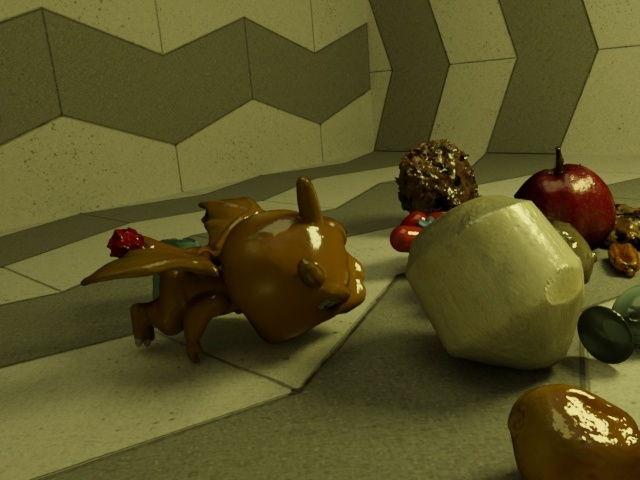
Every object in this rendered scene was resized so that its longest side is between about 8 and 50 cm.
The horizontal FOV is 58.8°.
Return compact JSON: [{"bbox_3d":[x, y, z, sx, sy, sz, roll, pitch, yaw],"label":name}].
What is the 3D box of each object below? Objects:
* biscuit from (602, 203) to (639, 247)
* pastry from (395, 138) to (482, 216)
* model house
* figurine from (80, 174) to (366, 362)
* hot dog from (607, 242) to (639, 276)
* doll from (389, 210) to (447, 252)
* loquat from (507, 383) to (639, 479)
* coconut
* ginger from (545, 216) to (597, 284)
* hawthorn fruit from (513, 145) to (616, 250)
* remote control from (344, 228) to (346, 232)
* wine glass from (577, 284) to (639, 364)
[{"bbox_3d":[0.792,-0.044,1.413,0.289,0.081,0.334,-8,14,-18],"label":"biscuit"},{"bbox_3d":[0.325,-0.154,1.621,0.274,0.275,0.193,-18,-1,-41],"label":"pastry"},{"bbox_3d":[-0.270,0.068,1.221,0.148,0.148,0.119,-1,4,-44],"label":"model house"},{"bbox_3d":[-0.147,0.057,0.950,0.387,0.268,0.401,-11,5,21],"label":"figurine"},{"bbox_3d":[0.649,0.041,1.211,0.062,0.038,0.144,4,19,20],"label":"hot dog"},{"bbox_3d":[0.282,-0.003,1.303,0.290,0.130,0.161,6,17,-20],"label":"doll"},{"bbox_3d":[0.260,0.205,0.572,0.137,0.113,0.137,9,9,-2],"label":"loquat"},{"bbox_3d":[0.269,0.071,0.853,0.237,0.266,0.237,-23,-21,-10],"label":"coconut"},{"bbox_3d":[0.353,0.044,1.109,0.304,0.155,0.244,-16,24,-10],"label":"ginger"},{"bbox_3d":[0.556,-0.086,1.303,0.230,0.266,0.210,-6,33,9],"label":"hawthorn fruit"},{"bbox_3d":[0.000,0.000,1.583,0.059,0.028,0.212,10,21,33],"label":"remote control"},{"bbox_3d":[0.494,0.115,0.868,0.202,0.093,0.093,-16,18,-29],"label":"wine glass"}]
